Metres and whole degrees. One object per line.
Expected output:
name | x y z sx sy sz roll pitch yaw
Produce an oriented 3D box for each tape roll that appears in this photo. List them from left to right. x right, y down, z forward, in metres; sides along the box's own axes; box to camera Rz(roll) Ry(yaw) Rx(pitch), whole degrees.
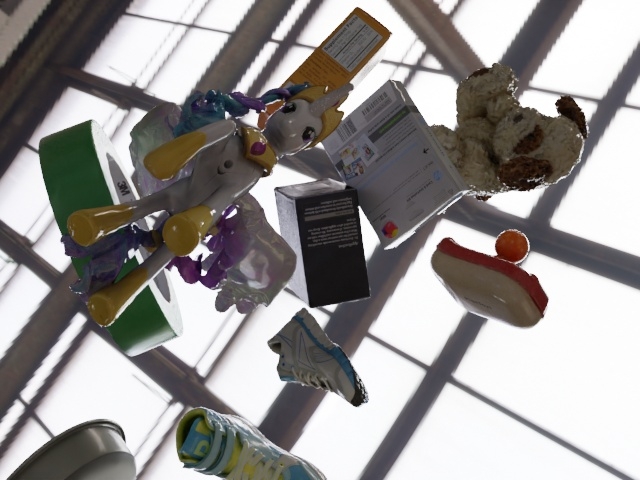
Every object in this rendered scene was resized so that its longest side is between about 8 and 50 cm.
tape roll | -0.282 -0.004 1.318 0.077 0.321 0.321 -21 -61 -3

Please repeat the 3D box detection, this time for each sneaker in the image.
sneaker | -0.137 0.406 1.721 0.208 0.319 0.127 33 -97 -54
sneaker | -0.008 0.162 1.202 0.083 0.190 0.071 -33 -56 -11

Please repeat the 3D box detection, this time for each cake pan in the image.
cake pan | -0.374 0.391 1.388 0.293 0.054 0.293 -44 -25 -27

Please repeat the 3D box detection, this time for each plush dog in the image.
plush dog | 0.301 -0.138 1.514 0.262 0.225 0.211 -48 -55 -31

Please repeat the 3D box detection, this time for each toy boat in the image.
toy boat | 0.303 0.046 1.662 0.151 0.231 0.151 -52 -49 -16

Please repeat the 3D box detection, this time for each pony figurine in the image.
pony figurine | -0.140 -0.046 1.158 0.303 0.351 0.363 51 -138 -1

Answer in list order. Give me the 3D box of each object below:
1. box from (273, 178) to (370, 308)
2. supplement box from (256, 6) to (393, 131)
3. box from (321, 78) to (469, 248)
box | 0.000 0.000 1.380 0.093 0.156 0.158 -10 -79 -12
supplement box | 0.007 -0.242 1.457 0.080 0.078 0.233 42 -107 5
box | 0.099 -0.105 1.335 0.145 0.186 0.038 -39 -17 31
